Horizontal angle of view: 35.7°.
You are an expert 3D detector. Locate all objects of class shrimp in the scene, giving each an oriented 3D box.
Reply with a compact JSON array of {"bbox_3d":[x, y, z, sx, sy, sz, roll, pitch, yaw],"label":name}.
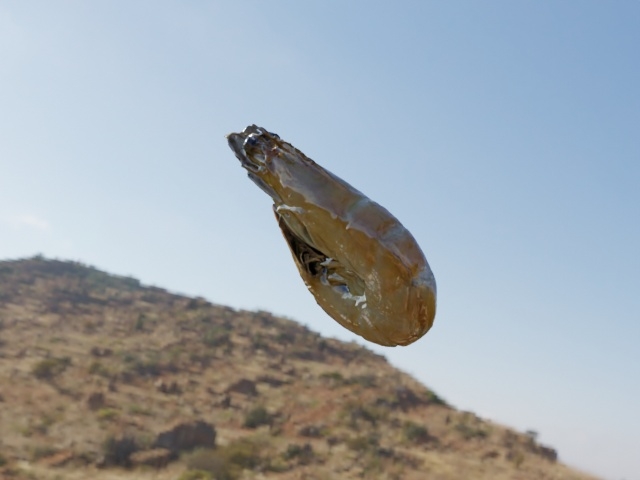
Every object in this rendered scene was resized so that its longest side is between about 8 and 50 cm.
[{"bbox_3d":[0.000,0.000,0.368,0.108,0.023,0.059,40,-41,27],"label":"shrimp"}]
